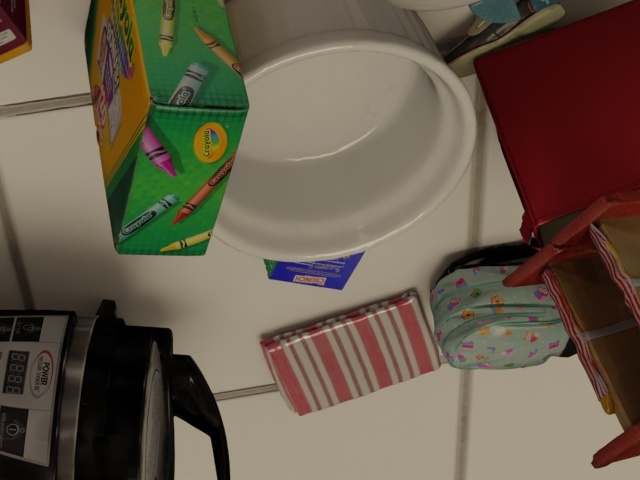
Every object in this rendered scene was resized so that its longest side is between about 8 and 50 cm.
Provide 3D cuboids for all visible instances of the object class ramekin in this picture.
[{"bbox_3d":[-0.003,-0.121,1.444,0.277,0.135,0.277,-9,139,-8],"label":"ramekin"}]

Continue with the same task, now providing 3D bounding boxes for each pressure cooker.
[{"bbox_3d":[-0.303,0.248,1.568,0.420,0.375,0.369,4,95,-3],"label":"pressure cooker"}]

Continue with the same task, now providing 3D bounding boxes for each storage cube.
[{"bbox_3d":[0.278,-0.090,1.487,0.215,0.193,0.183,-21,153,7],"label":"storage cube"}]

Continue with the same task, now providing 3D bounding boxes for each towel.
[{"bbox_3d":[0.038,0.132,1.815,0.197,0.029,0.144,-19,138,2],"label":"towel"}]

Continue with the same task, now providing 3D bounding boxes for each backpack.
[{"bbox_3d":[0.217,0.081,1.741,0.182,0.115,0.152,-1,139,-10],"label":"backpack"}]

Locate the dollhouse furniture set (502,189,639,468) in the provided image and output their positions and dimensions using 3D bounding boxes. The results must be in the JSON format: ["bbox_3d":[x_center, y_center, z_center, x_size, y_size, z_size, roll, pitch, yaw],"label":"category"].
[{"bbox_3d":[0.385,0.070,1.435,0.374,0.201,0.152,-4,151,-36],"label":"dollhouse furniture set"}]

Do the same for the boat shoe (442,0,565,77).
[{"bbox_3d":[0.169,-0.203,1.476,0.137,0.043,0.049,-31,160,21],"label":"boat shoe"}]

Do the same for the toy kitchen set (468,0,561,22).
[{"bbox_3d":[0.213,-0.278,1.346,0.207,0.122,0.166,-22,137,9],"label":"toy kitchen set"}]

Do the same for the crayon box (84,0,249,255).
[{"bbox_3d":[-0.136,-0.142,1.283,0.081,0.278,0.165,2,135,-18],"label":"crayon box"}]

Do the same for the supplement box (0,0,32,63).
[{"bbox_3d":[-0.335,-0.226,1.286,0.104,0.080,0.188,-22,137,10],"label":"supplement box"}]

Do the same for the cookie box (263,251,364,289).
[{"bbox_3d":[0.000,0.000,1.649,0.092,0.040,0.107,9,133,-24],"label":"cookie box"}]

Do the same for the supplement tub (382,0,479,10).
[{"bbox_3d":[0.041,-0.353,1.132,0.241,0.241,0.331,-32,135,19],"label":"supplement tub"}]
